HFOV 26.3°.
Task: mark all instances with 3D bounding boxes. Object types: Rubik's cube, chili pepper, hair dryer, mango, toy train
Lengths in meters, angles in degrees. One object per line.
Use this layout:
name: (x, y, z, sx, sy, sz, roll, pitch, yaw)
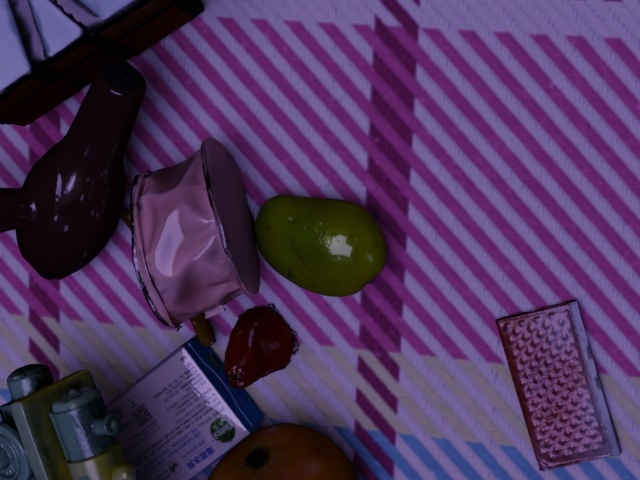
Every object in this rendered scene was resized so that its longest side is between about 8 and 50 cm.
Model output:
Rubik's cube: (-0.329, -0.311, 1.523, 0.293, 0.283, 0.288, -35, 93, 1)
chili pepper: (-0.082, 0.140, 1.637, 0.065, 0.169, 0.088, -38, 93, 18)
hair dryer: (-0.376, -0.064, 1.568, 0.123, 0.340, 0.313, 58, 141, 30)
mango: (-0.049, 0.376, 1.669, 0.173, 0.211, 0.317, 25, 123, 47)
toy train: (-0.265, 0.316, 1.615, 0.237, 0.150, 0.369, -13, 99, 44)
mango: (0.001, 0.006, 1.641, 0.163, 0.089, 0.117, 8, 111, 23)

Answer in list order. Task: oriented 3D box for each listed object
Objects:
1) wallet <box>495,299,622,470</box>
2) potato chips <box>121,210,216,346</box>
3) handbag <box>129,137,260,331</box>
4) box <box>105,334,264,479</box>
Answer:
wallet: (0.285, 0.175, 1.639, 0.103, 0.020, 0.197, -16, 97, 14)
potato chips: (-0.190, 0.046, 1.715, 0.026, 0.037, 0.204, -32, 87, 6)
handbag: (-0.148, -0.008, 1.619, 0.116, 0.179, 0.205, -15, 73, 11)
box: (-0.190, 0.232, 1.728, 0.194, 0.073, 0.139, -38, 90, 16)
